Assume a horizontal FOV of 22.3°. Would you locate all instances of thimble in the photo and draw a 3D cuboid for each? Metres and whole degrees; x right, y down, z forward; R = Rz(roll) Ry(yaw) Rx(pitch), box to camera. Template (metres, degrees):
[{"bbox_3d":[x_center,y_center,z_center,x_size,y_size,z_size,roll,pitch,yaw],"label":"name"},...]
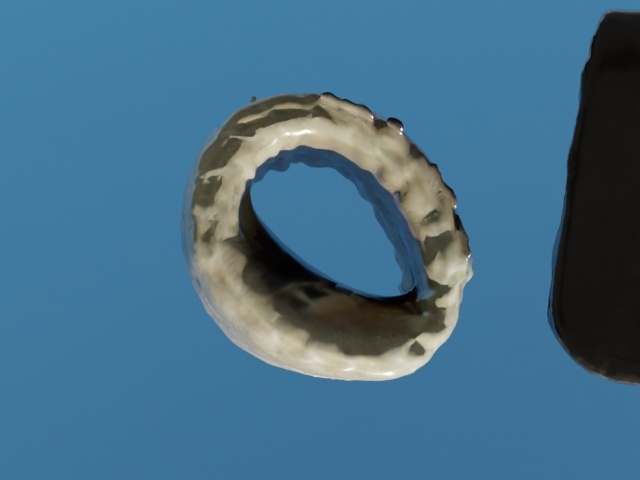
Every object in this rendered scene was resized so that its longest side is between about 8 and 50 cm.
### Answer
[{"bbox_3d":[0.000,0.000,0.632,0.115,0.090,0.102,28,-97,-3],"label":"thimble"}]

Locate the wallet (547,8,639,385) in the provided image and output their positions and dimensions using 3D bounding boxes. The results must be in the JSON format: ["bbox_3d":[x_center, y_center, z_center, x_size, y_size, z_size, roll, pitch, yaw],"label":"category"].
[{"bbox_3d":[0.120,-0.002,0.299,0.156,0.018,0.082,6,-105,21],"label":"wallet"}]
